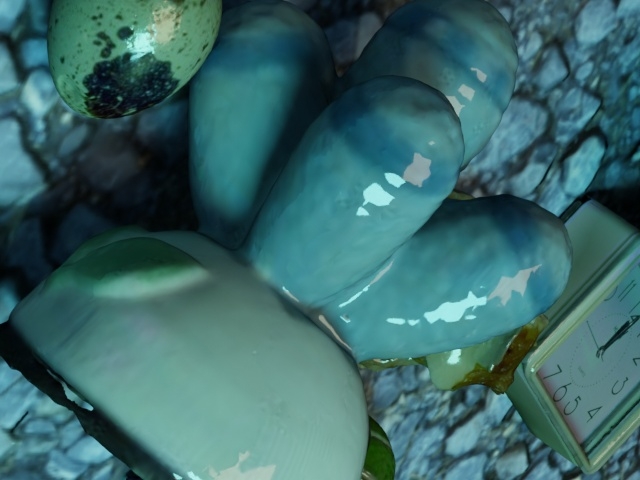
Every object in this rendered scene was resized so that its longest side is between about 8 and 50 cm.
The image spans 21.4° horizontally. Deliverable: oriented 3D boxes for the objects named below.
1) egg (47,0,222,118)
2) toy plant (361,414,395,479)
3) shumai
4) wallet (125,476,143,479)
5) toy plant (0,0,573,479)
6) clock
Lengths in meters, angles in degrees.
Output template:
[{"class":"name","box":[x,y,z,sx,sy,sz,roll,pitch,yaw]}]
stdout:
[{"class":"egg","box":[-0.098,-0.112,0.874,0.085,0.085,0.110,21,109,-49]},{"class":"toy plant","box":[-0.004,0.141,1.145,0.093,0.093,0.162,-48,143,-6]},{"class":"shumai","box":[0.094,0.045,1.149,0.145,0.116,0.145,-23,131,-29]},{"class":"wallet","box":[-0.033,0.182,1.099,0.111,0.166,0.030,45,56,-49]},{"class":"toy plant","box":[0.000,0.000,0.951,0.332,0.247,0.247,-51,140,-6]},{"class":"clock","box":[0.210,0.076,1.318,0.147,0.071,0.192,-45,139,-9]}]
